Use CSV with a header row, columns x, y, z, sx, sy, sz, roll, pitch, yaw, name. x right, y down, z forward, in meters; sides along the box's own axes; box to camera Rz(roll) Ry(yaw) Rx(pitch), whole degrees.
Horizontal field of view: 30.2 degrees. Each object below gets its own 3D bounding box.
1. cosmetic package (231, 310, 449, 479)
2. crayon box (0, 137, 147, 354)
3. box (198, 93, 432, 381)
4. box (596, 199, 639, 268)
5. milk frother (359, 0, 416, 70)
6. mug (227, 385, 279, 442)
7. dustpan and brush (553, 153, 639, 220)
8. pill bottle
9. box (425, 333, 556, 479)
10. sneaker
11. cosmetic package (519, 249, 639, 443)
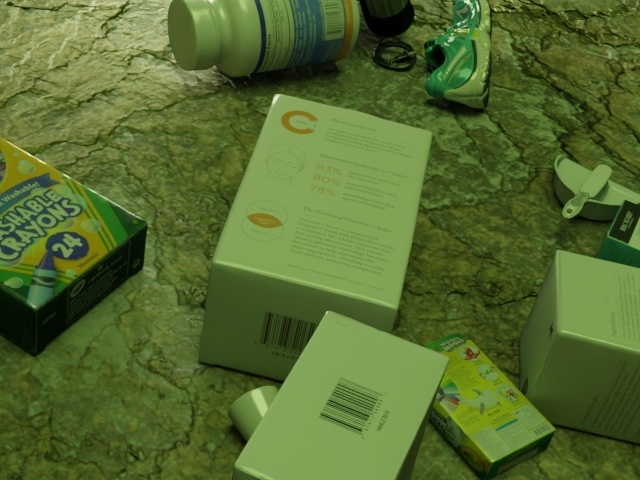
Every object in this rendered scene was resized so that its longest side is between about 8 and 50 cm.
x,y,z,sx,sy,sz,roll,pitch,yaw,name
0.008,0.234,1.153,0.138,0.225,0.224,20,41,12,cosmetic package
-0.401,-0.019,1.442,0.323,0.083,0.203,28,43,17,crayon box
0.000,0.000,1.460,0.215,0.168,0.345,14,41,2,box
0.510,0.037,1.633,0.244,0.060,0.100,24,42,13,box
0.109,-0.367,1.920,0.129,0.135,0.143,-45,66,-7,milk frother
-0.054,0.201,1.304,0.078,0.062,0.064,-18,57,-22,mug
0.386,-0.066,1.717,0.147,0.060,0.211,28,43,17,dustpan and brush
-0.090,-0.334,1.827,0.272,0.152,0.152,-13,47,-27,pill bottle
0.175,0.188,1.390,0.105,0.043,0.179,-19,52,-31,box
0.224,-0.319,1.936,0.110,0.107,0.275,5,40,5,sneaker
0.346,0.130,1.416,0.183,0.151,0.151,14,40,-1,cosmetic package
